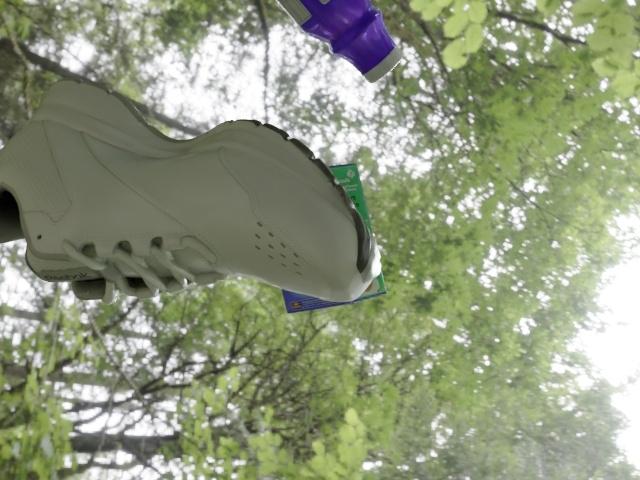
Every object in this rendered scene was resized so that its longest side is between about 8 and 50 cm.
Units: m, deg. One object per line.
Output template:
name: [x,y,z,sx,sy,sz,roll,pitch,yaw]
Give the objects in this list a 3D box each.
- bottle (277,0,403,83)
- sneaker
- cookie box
bottle: [0.005,-0.350,1.052,0.092,0.283,0.118,-19,-150,53]
sneaker: [-0.100,-0.009,0.458,0.297,0.111,0.129,16,-125,33]
cookie box: [0.000,0.000,0.606,0.092,0.040,0.107,-15,-92,52]
